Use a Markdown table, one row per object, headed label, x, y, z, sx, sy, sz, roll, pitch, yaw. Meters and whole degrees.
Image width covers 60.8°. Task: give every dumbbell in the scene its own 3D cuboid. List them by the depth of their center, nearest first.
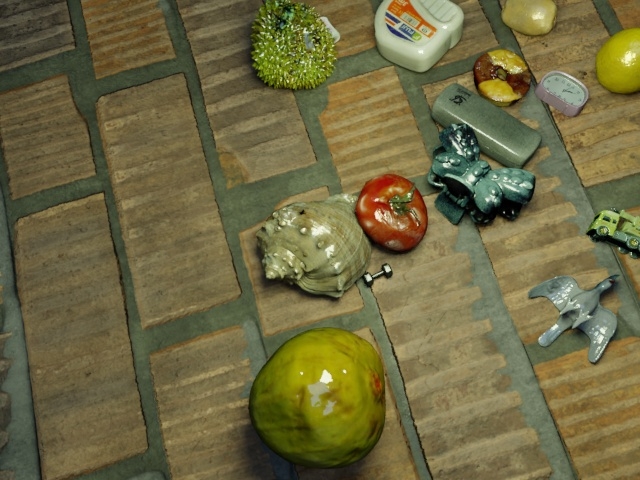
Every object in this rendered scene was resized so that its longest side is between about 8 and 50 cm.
| label | x | y | z | sx | sy | sz | roll | pitch | yaw |
| --- | --- | --- | --- | --- | --- | --- | --- | --- | --- |
| dumbbell | 0.159 | 0.095 | 1.523 | 0.083 | 0.040 | 0.036 | -25 | 41 | -4 |

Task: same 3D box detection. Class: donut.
| label | x | y | z | sx | sy | sz | roll | pitch | yaw |
| --- | --- | --- | --- | --- | --- | --- | --- | --- | --- |
| donut | 0.544 | -0.484 | 1.649 | 0.166 | 0.073 | 0.184 | -28 | 72 | -3 |

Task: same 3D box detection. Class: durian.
| label | x | y | z | sx | sy | sz | roll | pitch | yaw |
| --- | --- | --- | --- | --- | --- | --- | --- | --- | --- |
| durian | -0.096 | -0.589 | 1.669 | 0.290 | 0.224 | 0.292 | 4 | 83 | -29 |

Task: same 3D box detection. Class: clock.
| label | x | y | z | sx | sy | sz | roll | pitch | yaw |
| --- | --- | --- | --- | --- | --- | --- | --- | --- | --- |
| clock | 0.731 | -0.451 | 1.634 | 0.152 | 0.050 | 0.110 | 38 | 79 | 14 |

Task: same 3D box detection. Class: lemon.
| label | x | y | z | sx | sy | sz | roll | pitch | yaw |
| --- | --- | --- | --- | --- | --- | --- | --- | --- | --- |
| lemon | 0.891 | -0.516 | 1.566 | 0.178 | 0.203 | 0.179 | 1 | 83 | -9 |

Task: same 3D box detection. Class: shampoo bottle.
| label | x | y | z | sx | sy | sz | roll | pitch | yaw |
| --- | --- | --- | --- | --- | --- | --- | --- | --- | --- |
| shampoo bottle | 0.009 | -0.678 | 1.769 | 0.072 | 0.043 | 0.099 | -32 | 72 | -3 |

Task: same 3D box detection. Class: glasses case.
| label | x | y | z | sx | sy | sz | roll | pitch | yaw |
| --- | --- | --- | --- | --- | --- | --- | --- | --- | --- |
| glasses case | 0.481 | -0.335 | 1.599 | 0.323 | 0.074 | 0.131 | 37 | 65 | 14 |

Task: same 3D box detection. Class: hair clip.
| label | x | y | z | sx | sy | sz | roll | pitch | yaw |
| --- | --- | --- | --- | --- | --- | --- | --- | --- | --- |
| hair clip | 0.423 | -0.168 | 1.519 | 0.206 | 0.195 | 0.310 | -40 | 72 | -20 |

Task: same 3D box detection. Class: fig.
| label | x | y | z | sx | sy | sz | roll | pitch | yaw |
| --- | --- | --- | --- | --- | --- | --- | --- | --- | --- |
| fig | -0.012 | 0.380 | 1.314 | 0.342 | 0.343 | 0.344 | -1 | 73 | 4 |

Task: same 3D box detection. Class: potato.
| label | x | y | z | sx | sy | sz | roll | pitch | yaw |
| --- | --- | --- | --- | --- | --- | --- | --- | --- | --- |
| potato | 0.646 | -0.705 | 1.691 | 0.178 | 0.119 | 0.109 | 34 | 43 | 27 |

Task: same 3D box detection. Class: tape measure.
| label | x | y | z | sx | sy | sz | roll | pitch | yaw |
| --- | --- | --- | --- | --- | --- | --- | --- | --- | --- |
| tape measure | 0.296 | -0.670 | 1.702 | 0.258 | 0.130 | 0.265 | 42 | 86 | 18 |

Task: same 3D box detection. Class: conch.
| label | x | y | z | sx | sy | sz | roll | pitch | yaw |
| --- | --- | --- | --- | --- | --- | --- | --- | --- | --- |
| conch | 0.000 | -0.003 | 1.482 | 0.297 | 0.210 | 0.352 | 43 | 82 | 7 |

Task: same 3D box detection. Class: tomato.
| label | x | y | z | sx | sy | sz | roll | pitch | yaw |
| --- | --- | --- | --- | --- | --- | --- | --- | --- | --- |
| tomato | 0.211 | -0.082 | 1.497 | 0.227 | 0.101 | 0.228 | 7 | 73 | -25 |

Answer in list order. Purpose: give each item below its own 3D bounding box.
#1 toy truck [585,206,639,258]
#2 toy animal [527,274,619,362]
| label | x | y | z | sx | sy | sz | roll | pitch | yaw |
| --- | --- | --- | --- | --- | --- | --- | --- | --- | --- |
| toy truck | 0.824 | -0.025 | 1.483 | 0.168 | 0.077 | 0.100 | 25 | 79 | 13 |
| toy animal | 0.682 | 0.185 | 1.433 | 0.255 | 0.176 | 0.239 | -48 | 68 | 26 |
